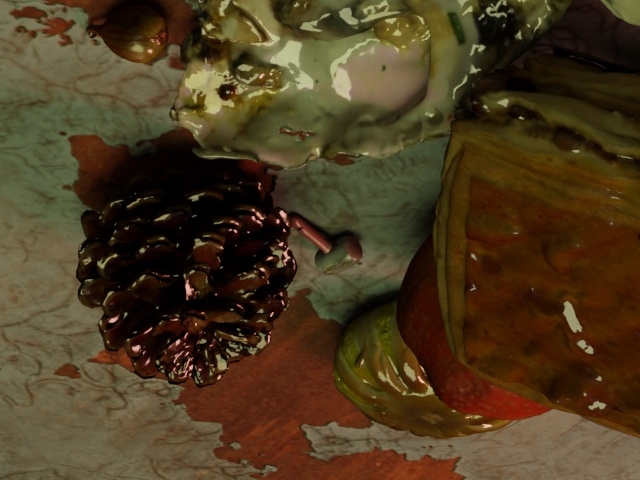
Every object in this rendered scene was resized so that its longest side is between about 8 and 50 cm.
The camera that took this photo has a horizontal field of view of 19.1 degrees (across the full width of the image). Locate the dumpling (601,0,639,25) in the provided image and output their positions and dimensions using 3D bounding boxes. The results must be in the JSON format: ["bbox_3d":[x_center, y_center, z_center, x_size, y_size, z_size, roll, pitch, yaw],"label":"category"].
[{"bbox_3d":[0.216,-0.303,1.331,0.243,0.187,0.318,-46,143,1],"label":"dumpling"}]

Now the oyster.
[{"bbox_3d":[0.040,-0.164,1.582,0.355,0.107,0.201,-4,113,23],"label":"oyster"}]

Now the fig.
[{"bbox_3d":[-0.169,-0.177,1.629,0.083,0.050,0.050,7,151,32],"label":"fig"}]

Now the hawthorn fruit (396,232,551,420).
[{"bbox_3d":[0.197,0.052,1.793,0.205,0.205,0.253,25,130,-27],"label":"hawthorn fruit"}]

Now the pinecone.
[{"bbox_3d":[-0.128,0.038,1.796,0.222,0.221,0.221,3,146,2],"label":"pinecone"}]

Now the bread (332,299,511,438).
[{"bbox_3d":[0.116,0.146,2.015,0.213,0.104,0.213,3,149,2],"label":"bread"}]

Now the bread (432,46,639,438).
[{"bbox_3d":[0.242,-0.003,1.558,0.278,0.167,0.324,20,136,22],"label":"bread"}]

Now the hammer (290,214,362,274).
[{"bbox_3d":[0.000,0.000,1.882,0.052,0.031,0.083,-30,123,36],"label":"hammer"}]
